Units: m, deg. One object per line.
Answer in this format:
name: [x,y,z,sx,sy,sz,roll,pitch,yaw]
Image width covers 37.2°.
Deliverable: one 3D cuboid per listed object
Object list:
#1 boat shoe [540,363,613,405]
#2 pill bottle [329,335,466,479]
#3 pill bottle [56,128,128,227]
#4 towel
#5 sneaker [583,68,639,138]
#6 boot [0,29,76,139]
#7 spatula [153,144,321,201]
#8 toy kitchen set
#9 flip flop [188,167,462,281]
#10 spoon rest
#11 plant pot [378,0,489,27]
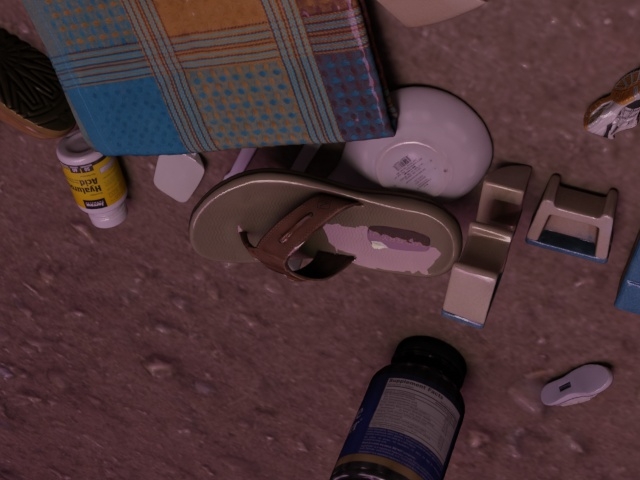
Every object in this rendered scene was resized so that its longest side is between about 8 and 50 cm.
boat shoe: [0.306,0.173,1.111,0.035,0.035,0.100,18,143,-32]
pill bottle: [0.101,0.225,1.129,0.123,0.219,0.123,15,137,14]
pill bottle: [-0.270,-0.073,1.145,0.065,0.065,0.116,9,137,21]
towel: [-0.124,-0.207,0.924,0.370,0.040,0.271,-1,124,28]
sneaker: [0.270,-0.118,0.831,0.037,0.032,0.083,25,147,-18]
boot: [-0.415,-0.141,1.145,0.236,0.089,0.269,41,139,1]
spatula: [-0.088,-0.094,1.058,0.168,0.019,0.242,31,140,-2]
toy kitchen set: [0.236,0.041,0.906,0.207,0.166,0.122,16,138,14]
flip flop: [0.000,0.000,0.940,0.277,0.080,0.112,8,128,9]
spoon rest: [0.052,-0.060,0.986,0.276,0.084,0.137,-34,113,32]
plant pot: [0.085,-0.235,0.757,0.109,0.109,0.096,39,150,-13]
